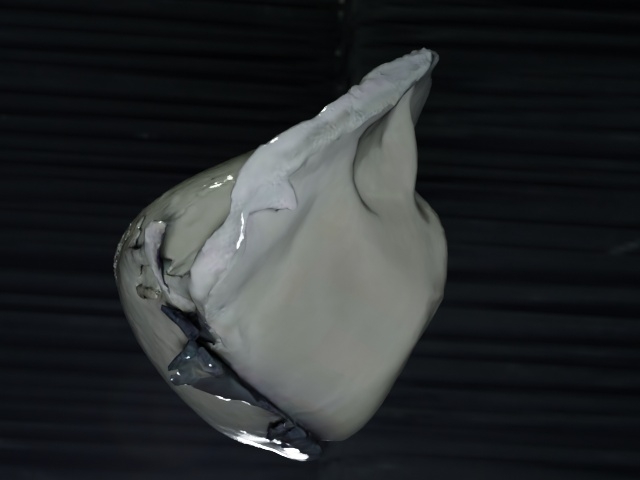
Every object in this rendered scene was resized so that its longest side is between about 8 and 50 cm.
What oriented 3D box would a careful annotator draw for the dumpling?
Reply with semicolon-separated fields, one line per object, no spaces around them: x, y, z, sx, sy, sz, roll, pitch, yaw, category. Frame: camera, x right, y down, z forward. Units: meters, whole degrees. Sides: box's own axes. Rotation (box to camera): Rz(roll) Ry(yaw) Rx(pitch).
0.003;0.017;0.723;0.293;0.204;0.163;92;153;-74;dumpling
